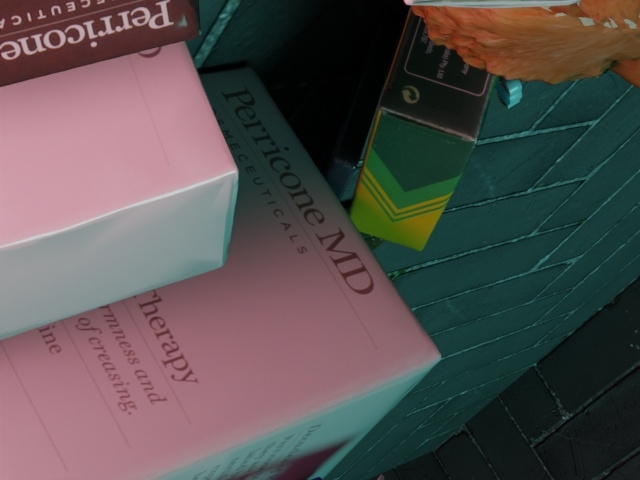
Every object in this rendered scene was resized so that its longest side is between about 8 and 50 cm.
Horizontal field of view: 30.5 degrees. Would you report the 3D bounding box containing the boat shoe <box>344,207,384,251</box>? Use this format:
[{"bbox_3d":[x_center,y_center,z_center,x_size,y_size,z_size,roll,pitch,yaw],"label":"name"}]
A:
[{"bbox_3d":[0.000,0.000,1.442,0.178,0.064,0.060,-18,-174,-31],"label":"boat shoe"}]

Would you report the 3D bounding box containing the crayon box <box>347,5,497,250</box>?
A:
[{"bbox_3d":[0.097,-0.124,1.032,0.323,0.083,0.203,105,3,-72],"label":"crayon box"}]

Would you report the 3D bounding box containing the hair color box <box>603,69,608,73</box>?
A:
[{"bbox_3d":[0.321,-0.247,1.257,0.141,0.043,0.072,-62,169,21],"label":"hair color box"}]

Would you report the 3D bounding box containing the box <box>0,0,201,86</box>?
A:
[{"bbox_3d":[-0.158,-0.192,0.494,0.168,0.167,0.203,-17,144,-11],"label":"box"}]

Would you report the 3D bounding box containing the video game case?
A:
[{"bbox_3d":[0.009,-0.069,1.148,0.274,0.026,0.196,116,-6,-55],"label":"video game case"}]

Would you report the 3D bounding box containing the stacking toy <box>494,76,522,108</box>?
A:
[{"bbox_3d":[0.210,-0.188,1.305,0.167,0.052,0.221,-31,161,-4],"label":"stacking toy"}]

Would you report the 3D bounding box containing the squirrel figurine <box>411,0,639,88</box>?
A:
[{"bbox_3d":[0.205,-0.285,0.718,0.397,0.371,0.281,-5,163,9],"label":"squirrel figurine"}]

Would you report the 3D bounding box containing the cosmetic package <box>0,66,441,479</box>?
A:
[{"bbox_3d":[-0.193,0.099,0.980,0.393,0.329,0.327,-16,154,-39],"label":"cosmetic package"}]

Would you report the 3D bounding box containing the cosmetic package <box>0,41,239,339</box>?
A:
[{"bbox_3d":[-0.257,-0.042,0.644,0.385,0.217,0.156,-21,164,-12],"label":"cosmetic package"}]

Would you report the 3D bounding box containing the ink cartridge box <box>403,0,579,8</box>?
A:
[{"bbox_3d":[0.058,-0.282,0.483,0.131,0.306,0.226,-14,153,-40],"label":"ink cartridge box"}]

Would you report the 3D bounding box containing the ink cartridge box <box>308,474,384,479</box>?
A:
[{"bbox_3d":[-0.087,0.255,0.950,0.224,0.045,0.223,-45,157,30],"label":"ink cartridge box"}]
